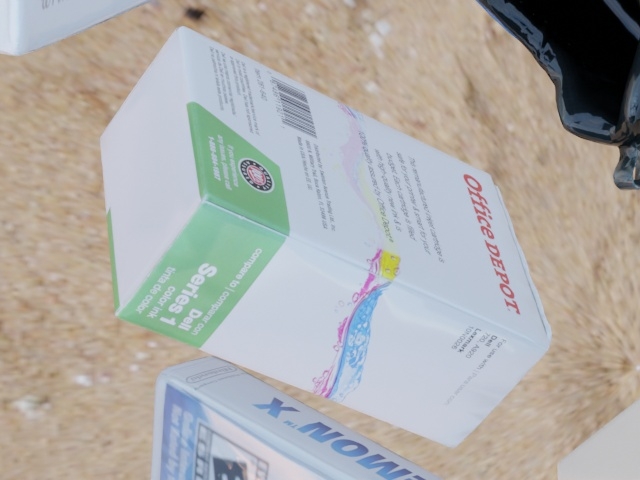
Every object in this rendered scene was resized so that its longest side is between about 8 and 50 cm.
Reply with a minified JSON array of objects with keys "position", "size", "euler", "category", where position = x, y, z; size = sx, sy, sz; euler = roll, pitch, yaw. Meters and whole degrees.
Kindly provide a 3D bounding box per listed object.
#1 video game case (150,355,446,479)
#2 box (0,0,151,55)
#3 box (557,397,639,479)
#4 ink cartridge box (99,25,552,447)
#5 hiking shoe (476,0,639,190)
[{"position":[0.032,0.243,0.680],"size":[0.300,0.036,0.329],"euler":[24,117,43],"category":"video game case"},{"position":[-0.088,-0.156,0.480],"size":[0.119,0.181,0.182],"euler":[8,109,18],"category":"box"},{"position":[0.257,0.119,1.089],"size":[0.113,0.275,0.094],"euler":[17,51,-24],"category":"box"},{"position":[0.000,0.000,1.291],"size":[0.278,0.201,0.117],"euler":[24,121,-26],"category":"ink cartridge box"},{"position":[0.090,-0.179,0.816],"size":[0.304,0.132,0.113],"euler":[51,139,-8],"category":"hiking shoe"}]
